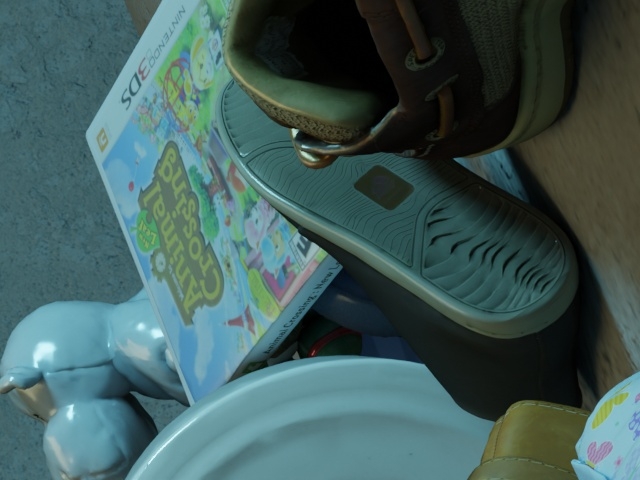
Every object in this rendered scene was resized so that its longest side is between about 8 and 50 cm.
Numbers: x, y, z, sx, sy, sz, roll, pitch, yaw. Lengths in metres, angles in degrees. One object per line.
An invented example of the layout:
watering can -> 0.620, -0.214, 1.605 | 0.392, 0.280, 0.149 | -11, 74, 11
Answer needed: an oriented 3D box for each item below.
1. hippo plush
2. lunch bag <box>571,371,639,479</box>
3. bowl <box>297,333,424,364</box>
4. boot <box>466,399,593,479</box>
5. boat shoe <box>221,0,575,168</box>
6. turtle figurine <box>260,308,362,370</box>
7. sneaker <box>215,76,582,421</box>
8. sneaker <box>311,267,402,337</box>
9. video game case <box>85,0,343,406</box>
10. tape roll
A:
hippo plush -> -0.142, 0.098, 1.346 | 0.234, 0.237, 0.294 | -174, 63, -83
lunch bag -> 0.116, 0.055, 0.449 | 0.071, 0.083, 0.053 | -166, 55, -81
bowl -> 0.000, 0.000, 1.257 | 0.391, 0.077, 0.391 | 158, 90, -84
boot -> 0.142, 0.172, 0.473 | 0.283, 0.109, 0.220 | 32, -159, -3
boat shoe -> 0.021, -0.089, 0.582 | 0.342, 0.123, 0.123 | 122, 126, -82
turtle figurine -> -0.025, 0.020, 1.019 | 0.234, 0.175, 0.118 | 45, -165, 29
sneaker -> 0.033, 0.004, 0.787 | 0.222, 0.083, 0.118 | 42, 161, 35
sneaker -> -0.013, -0.089, 0.953 | 0.319, 0.112, 0.131 | 57, 154, 33
video game case -> -0.061, -0.037, 0.937 | 0.193, 0.023, 0.212 | -52, 53, 43
tape roll -> 0.016, 0.199, 0.846 | 0.100, 0.286, 0.286 | 160, 89, -84
